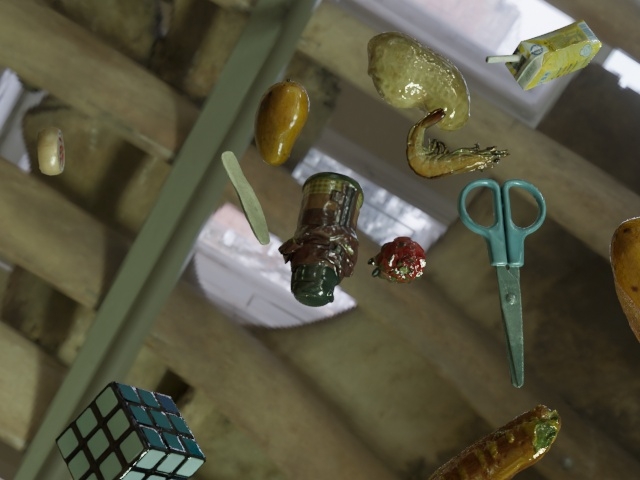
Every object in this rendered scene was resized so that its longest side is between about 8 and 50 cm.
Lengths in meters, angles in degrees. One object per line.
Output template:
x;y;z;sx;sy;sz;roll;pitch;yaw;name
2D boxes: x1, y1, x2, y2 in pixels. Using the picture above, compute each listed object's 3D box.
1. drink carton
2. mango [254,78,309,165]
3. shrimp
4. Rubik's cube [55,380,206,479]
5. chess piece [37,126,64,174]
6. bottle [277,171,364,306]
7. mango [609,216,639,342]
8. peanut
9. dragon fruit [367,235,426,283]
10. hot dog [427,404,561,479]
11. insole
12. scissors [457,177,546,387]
0.364;-0.300;1.647;0.200;0.074;0.084;-24;164;-27;drink carton
-0.083;-0.241;2.017;0.115;0.090;0.178;55;-44;35;mango
0.237;-0.175;1.761;0.034;0.178;0.124;0;79;-76;shrimp
-0.325;0.361;1.713;0.163;0.162;0.160;-48;144;9;Rubik's cube
-0.469;-0.155;1.744;0.083;0.038;0.084;180;-90;-83;chess piece
0.000;0.000;2.002;0.143;0.156;0.271;85;15;-59;bottle
0.584;0.075;1.652;0.191;0.290;0.160;-38;-162;-5;mango
0.196;-0.314;1.988;0.137;0.253;0.122;-62;-171;3;peanut
0.206;0.056;2.544;0.121;0.130;0.142;-31;-171;-39;dragon fruit
0.269;0.345;1.573;0.269;0.072;0.115;-40;169;21;hot dog
-0.138;-0.080;1.878;0.010;0.192;0.063;-25;179;27;insole
0.389;0.082;2.075;0.029;0.192;0.447;117;-28;-70;scissors
